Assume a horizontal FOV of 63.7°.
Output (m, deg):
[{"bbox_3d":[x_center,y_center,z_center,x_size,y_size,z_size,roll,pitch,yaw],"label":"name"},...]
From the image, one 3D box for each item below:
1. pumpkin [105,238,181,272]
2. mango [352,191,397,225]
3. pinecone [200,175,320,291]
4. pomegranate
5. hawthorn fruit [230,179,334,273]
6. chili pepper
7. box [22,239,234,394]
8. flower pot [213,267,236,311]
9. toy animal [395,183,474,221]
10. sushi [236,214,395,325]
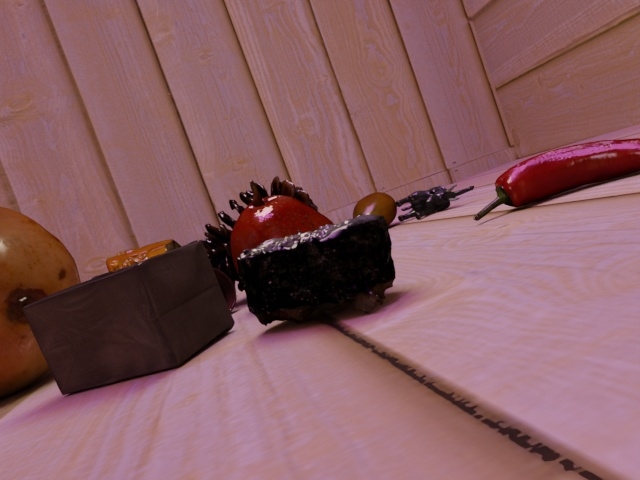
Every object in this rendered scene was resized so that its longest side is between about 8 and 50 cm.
[{"bbox_3d":[-0.561,0.131,1.714,0.304,0.225,0.256,-14,8,5],"label":"pumpkin"},{"bbox_3d":[0.179,-0.089,1.696,0.152,0.120,0.221,-29,9,11],"label":"mango"},{"bbox_3d":[-0.133,-0.004,1.132,0.292,0.246,0.246,-26,6,-24],"label":"pinecone"},{"bbox_3d":[-0.673,0.121,0.989,0.412,0.410,0.411,-20,3,1],"label":"pomegranate"},{"bbox_3d":[-0.074,-0.006,0.926,0.197,0.225,0.196,-27,13,7],"label":"hawthorn fruit"},{"bbox_3d":[0.466,-0.130,0.961,0.369,0.091,0.137,-21,14,28],"label":"chili pepper"},{"bbox_3d":[-0.280,0.115,0.769,0.232,0.155,0.149,-17,7,23],"label":"box"},{"bbox_3d":[-0.233,0.118,1.005,0.111,0.111,0.089,-23,-11,-48],"label":"flower pot"},{"bbox_3d":[0.335,-0.121,1.593,0.137,0.082,0.270,-22,3,-26],"label":"toy animal"},{"bbox_3d":[0.000,0.039,0.677,0.213,0.114,0.147,-17,8,29],"label":"sushi"}]
